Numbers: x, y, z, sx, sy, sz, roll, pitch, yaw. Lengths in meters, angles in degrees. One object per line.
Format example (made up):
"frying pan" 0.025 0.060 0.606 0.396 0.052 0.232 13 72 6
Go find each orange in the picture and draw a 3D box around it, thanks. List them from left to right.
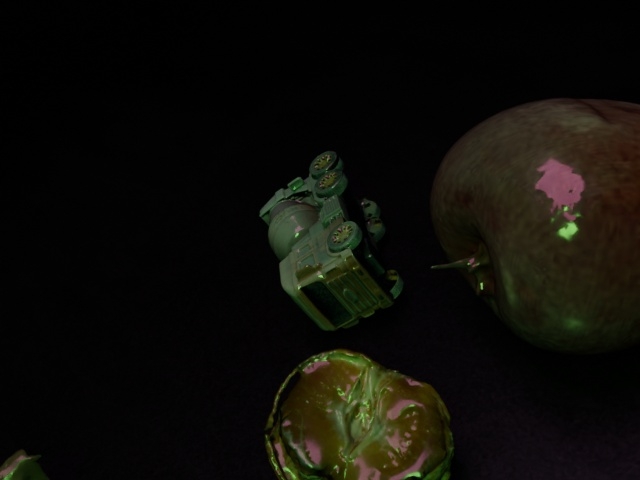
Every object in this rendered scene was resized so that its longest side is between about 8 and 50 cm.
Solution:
"orange" 0.035 0.180 0.658 0.160 0.112 0.170 -15 60 -4

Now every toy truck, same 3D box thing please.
"toy truck" 0.000 0.000 0.906 0.140 0.108 0.257 -32 33 14

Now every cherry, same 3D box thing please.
"cherry" 0.246 -0.023 0.698 0.307 0.221 0.261 -15 36 -16

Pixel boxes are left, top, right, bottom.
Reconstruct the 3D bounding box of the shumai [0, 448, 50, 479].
"shumai" -0.305 0.300 0.702 0.206 0.166 0.175 -11 17 17
